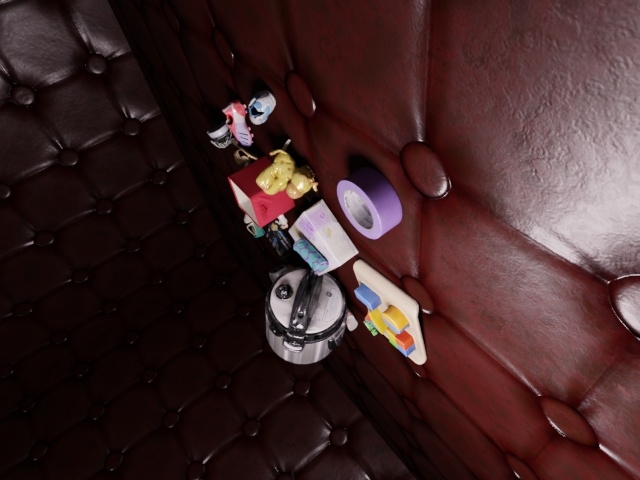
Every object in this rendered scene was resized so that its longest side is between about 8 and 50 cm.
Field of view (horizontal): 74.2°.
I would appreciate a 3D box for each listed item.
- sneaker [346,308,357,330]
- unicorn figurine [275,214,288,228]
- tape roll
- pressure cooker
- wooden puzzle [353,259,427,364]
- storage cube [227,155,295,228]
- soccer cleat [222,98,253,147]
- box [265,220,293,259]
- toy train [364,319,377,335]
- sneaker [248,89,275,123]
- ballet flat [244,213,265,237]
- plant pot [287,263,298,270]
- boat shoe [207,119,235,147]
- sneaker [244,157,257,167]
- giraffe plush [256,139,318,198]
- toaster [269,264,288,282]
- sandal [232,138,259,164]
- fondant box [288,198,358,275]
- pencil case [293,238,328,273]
[{"bbox_3d":[0.138,0.376,2.043,0.070,0.051,0.134,53,167,41],"label":"sneaker"},{"bbox_3d":[-0.207,-0.127,2.070,0.162,0.060,0.111,46,166,-22],"label":"unicorn figurine"},{"bbox_3d":[0.134,-0.104,1.179,0.189,0.080,0.189,49,161,24],"label":"tape roll"},{"bbox_3d":[-0.073,0.331,1.914,0.370,0.375,0.420,57,156,30],"label":"pressure cooker"},{"bbox_3d":[0.240,0.275,1.553,0.322,0.080,0.348,39,155,43],"label":"wooden puzzle"},{"bbox_3d":[-0.245,-0.205,1.798,0.215,0.193,0.184,43,158,33],"label":"storage cube"},{"bbox_3d":[-0.344,-0.472,1.754,0.083,0.095,0.248,48,160,23],"label":"soccer cleat"},{"bbox_3d":[-0.230,0.003,2.342,0.175,0.051,0.220,55,163,4],"label":"box"},{"bbox_3d":[0.221,0.386,1.881,0.083,0.023,0.017,54,162,7],"label":"toy train"},{"bbox_3d":[-0.223,-0.458,1.486,0.085,0.086,0.237,58,163,-9],"label":"sneaker"},{"bbox_3d":[-0.412,-0.112,2.559,0.083,0.087,0.247,37,154,47],"label":"ballet flat"},{"bbox_3d":[-0.110,0.231,2.457,0.236,0.032,0.236,48,161,23],"label":"plant pot"},{"bbox_3d":[-0.475,-0.498,2.026,0.105,0.113,0.306,56,166,-21],"label":"boat shoe"},{"bbox_3d":[-0.334,-0.348,1.993,0.083,0.071,0.191,62,161,14],"label":"sneaker"},{"bbox_3d":[-0.097,-0.222,1.502,0.170,0.181,0.210,40,123,17],"label":"giraffe plush"},{"bbox_3d":[-0.232,0.240,2.634,0.147,0.129,0.227,62,163,-11],"label":"toaster"},{"bbox_3d":[-0.346,-0.376,1.884,0.088,0.079,0.240,23,-163,-38],"label":"sandal"},{"bbox_3d":[0.000,0.000,1.677,0.238,0.096,0.330,56,161,1],"label":"fondant box"},{"bbox_3d":[-0.038,0.060,1.621,0.152,0.064,0.070,46,143,27],"label":"pencil case"}]
